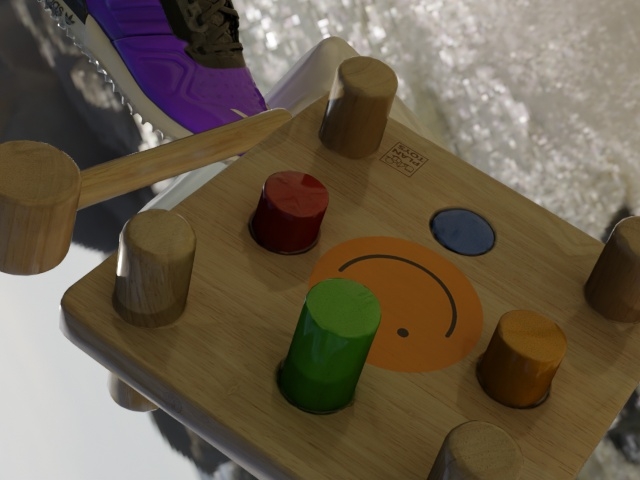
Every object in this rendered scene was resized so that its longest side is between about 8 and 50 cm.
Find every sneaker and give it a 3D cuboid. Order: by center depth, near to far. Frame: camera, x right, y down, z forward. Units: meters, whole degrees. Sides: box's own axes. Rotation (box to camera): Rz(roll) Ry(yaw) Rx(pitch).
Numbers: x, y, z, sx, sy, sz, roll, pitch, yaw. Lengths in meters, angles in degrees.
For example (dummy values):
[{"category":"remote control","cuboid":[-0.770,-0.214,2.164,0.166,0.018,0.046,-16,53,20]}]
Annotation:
[{"category":"sneaker","cuboid":[-0.119,-0.191,1.002,0.293,0.146,0.102,45,-156,16]}]

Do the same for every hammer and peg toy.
[{"category":"hammer and peg toy","cuboid":[-0.002,0.005,0.656,0.361,0.266,0.127,33,137,18]}]

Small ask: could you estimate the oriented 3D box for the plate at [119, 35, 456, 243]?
[{"category":"plate","cuboid":[0.000,0.000,1.040,0.278,0.277,0.045,47,-177,13]}]
